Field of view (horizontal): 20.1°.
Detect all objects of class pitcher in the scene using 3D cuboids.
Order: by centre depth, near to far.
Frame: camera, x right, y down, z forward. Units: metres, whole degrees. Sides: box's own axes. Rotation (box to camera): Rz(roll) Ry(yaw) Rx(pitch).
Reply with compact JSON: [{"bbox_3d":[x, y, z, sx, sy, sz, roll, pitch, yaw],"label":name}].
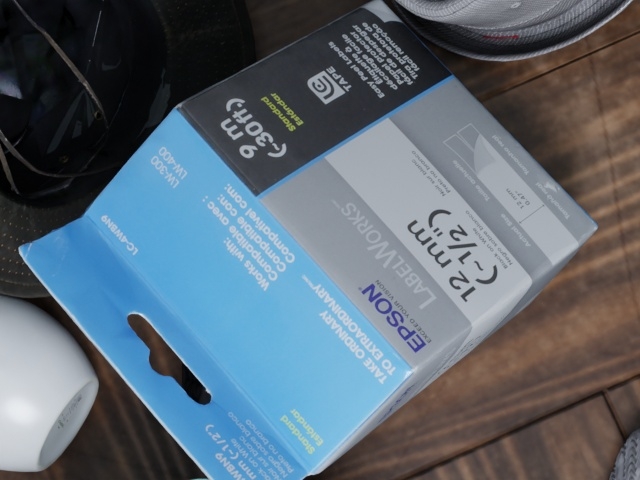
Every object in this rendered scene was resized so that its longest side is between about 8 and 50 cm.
[{"bbox_3d":[-0.277,0.079,1.345,0.207,0.178,0.125,31,78,9],"label":"pitcher"}]

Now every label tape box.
[{"bbox_3d":[0.000,0.000,1.285,0.249,0.115,0.347,48,46,10],"label":"label tape box"}]

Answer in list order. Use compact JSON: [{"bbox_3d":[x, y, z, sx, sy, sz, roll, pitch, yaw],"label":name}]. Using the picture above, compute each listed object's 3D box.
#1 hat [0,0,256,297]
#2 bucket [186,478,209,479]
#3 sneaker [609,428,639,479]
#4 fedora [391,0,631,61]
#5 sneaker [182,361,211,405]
[{"bbox_3d":[-0.215,-0.128,1.390,0.134,0.331,0.331,18,78,51],"label":"hat"},{"bbox_3d":[-0.059,0.306,1.289,0.281,0.183,0.281,-1,80,3],"label":"bucket"},{"bbox_3d":[0.317,0.257,1.262,0.180,0.321,0.125,7,122,-16],"label":"sneaker"},{"bbox_3d":[0.132,-0.260,1.351,0.275,0.124,0.244,-37,80,30],"label":"fedora"},{"bbox_3d":[-0.051,0.037,1.403,0.097,0.084,0.235,7,81,-20],"label":"sneaker"}]
